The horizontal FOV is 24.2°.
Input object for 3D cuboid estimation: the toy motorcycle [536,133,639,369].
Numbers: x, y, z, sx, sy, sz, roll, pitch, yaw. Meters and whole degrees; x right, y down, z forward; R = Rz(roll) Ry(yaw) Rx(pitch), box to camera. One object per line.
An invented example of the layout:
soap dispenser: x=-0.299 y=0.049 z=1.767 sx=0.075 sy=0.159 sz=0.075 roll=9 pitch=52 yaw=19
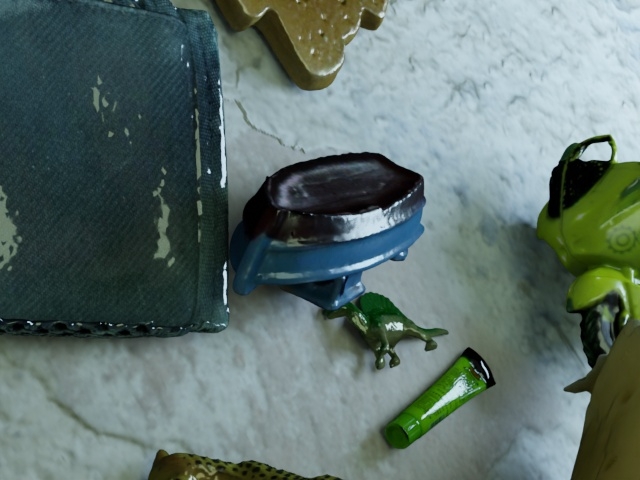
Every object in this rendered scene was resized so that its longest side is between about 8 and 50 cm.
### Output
toy motorcycle: x=0.304 y=-0.005 z=1.279 sx=0.342 sy=0.142 sz=0.206 roll=-20 pitch=92 yaw=-41

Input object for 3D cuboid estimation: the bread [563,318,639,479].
bread: x=0.288 y=0.300 z=1.073 sx=0.361 sy=0.250 sz=0.394 roll=35 pitch=56 yaw=-18

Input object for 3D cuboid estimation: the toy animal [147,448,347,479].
toy animal: x=-0.009 y=0.178 z=0.925 sx=0.136 sy=0.181 sz=0.073 roll=44 pitch=67 yaw=-32

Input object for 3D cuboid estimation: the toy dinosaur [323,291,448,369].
toy dinosaur: x=0.057 y=0.063 z=1.124 sx=0.120 sy=0.029 sz=0.060 roll=-5 pitch=58 yaw=-43

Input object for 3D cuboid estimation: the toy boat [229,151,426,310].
toy boat: x=0.000 y=0.000 z=1.049 sx=0.100 sy=0.097 sz=0.223 roll=25 pitch=22 yaw=22

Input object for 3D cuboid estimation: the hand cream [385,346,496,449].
hand cream: x=0.092 y=0.120 z=1.127 sx=0.036 sy=0.023 sz=0.122 roll=52 pitch=45 yaw=6

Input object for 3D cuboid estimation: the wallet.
wallet: x=-0.209 y=-0.057 z=0.921 sx=0.342 sy=0.075 sz=0.237 roll=5 pitch=75 yaw=-41

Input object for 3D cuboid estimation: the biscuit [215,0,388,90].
biscuit: x=-0.043 y=-0.235 z=1.155 sx=0.239 sy=0.041 sz=0.212 roll=27 pitch=63 yaw=-29
